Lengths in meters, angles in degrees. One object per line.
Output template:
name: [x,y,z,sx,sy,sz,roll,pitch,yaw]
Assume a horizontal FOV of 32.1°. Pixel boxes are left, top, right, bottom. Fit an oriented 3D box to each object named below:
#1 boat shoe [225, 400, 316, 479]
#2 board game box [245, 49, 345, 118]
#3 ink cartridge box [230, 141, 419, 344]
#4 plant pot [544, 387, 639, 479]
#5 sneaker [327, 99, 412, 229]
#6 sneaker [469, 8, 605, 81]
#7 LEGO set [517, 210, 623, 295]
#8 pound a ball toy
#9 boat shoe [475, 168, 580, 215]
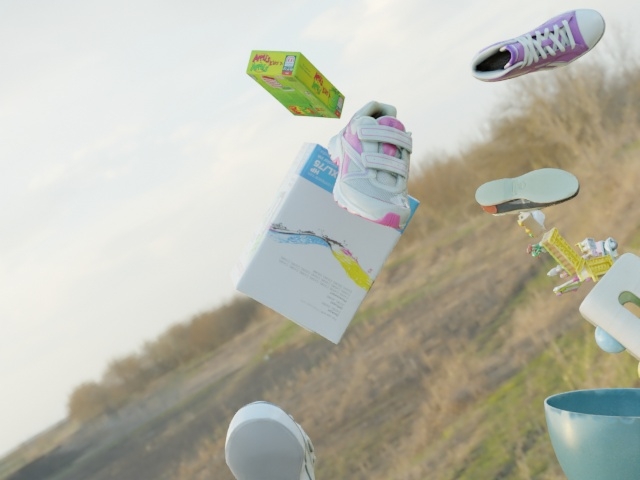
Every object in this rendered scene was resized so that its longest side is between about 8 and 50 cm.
boat shoe: [-0.056,0.249,1.319,0.095,0.084,0.258,-6,-39,2]
board game box: [-0.038,-0.257,1.845,0.092,0.043,0.181,8,-13,27]
ink cartridge box: [0.000,0.000,1.859,0.270,0.197,0.198,-61,9,1]
plant pot: [0.540,0.377,1.941,0.290,0.195,0.290,-2,1,0]
sneaker: [0.077,-0.115,1.563,0.103,0.252,0.111,15,-56,-23]
sneaker: [0.433,-0.381,2.225,0.282,0.102,0.161,-23,3,17]
LEGO set: [0.482,0.039,2.223,0.287,0.132,0.107,16,-35,-34]
pound a ball toy: [0.538,0.177,1.625,0.136,0.319,0.208,-50,-20,2]
boat shoe: [0.263,-0.056,1.393,0.137,0.043,0.049,-8,56,34]
